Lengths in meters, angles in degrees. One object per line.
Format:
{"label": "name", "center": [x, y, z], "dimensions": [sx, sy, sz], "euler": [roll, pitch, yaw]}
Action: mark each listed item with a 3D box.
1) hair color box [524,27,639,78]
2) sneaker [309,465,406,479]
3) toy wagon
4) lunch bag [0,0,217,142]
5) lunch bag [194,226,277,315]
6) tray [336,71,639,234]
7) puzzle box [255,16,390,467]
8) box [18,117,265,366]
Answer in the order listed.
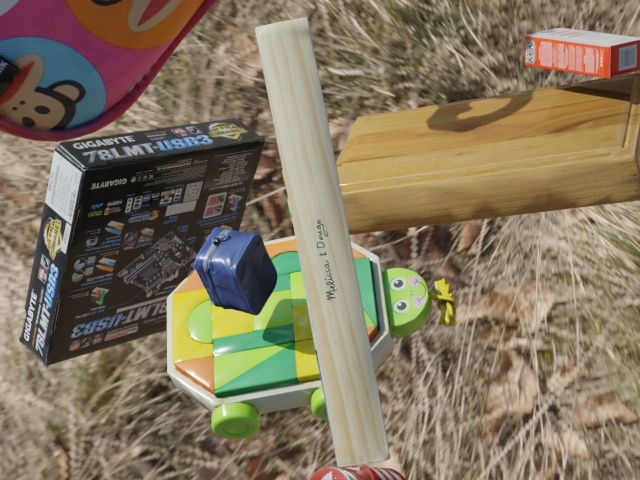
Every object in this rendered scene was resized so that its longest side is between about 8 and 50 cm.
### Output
{"label": "hair color box", "center": [0.336, -0.240, 1.719], "dimensions": [0.141, 0.072, 0.043], "euler": [20, 119, 49]}
{"label": "sneaker", "center": [0.047, 0.309, 1.202], "dimensions": [0.087, 0.128, 0.221], "euler": [12, 97, 46]}
{"label": "toy wagon", "center": [-0.012, 0.088, 1.602], "dimensions": [0.344, 0.068, 0.267], "euler": [-12, 53, 8]}
{"label": "lunch bag", "center": [-0.114, -0.210, 0.499], "dimensions": [0.258, 0.120, 0.293], "euler": [35, 96, -34]}
{"label": "lunch bag", "center": [-0.099, 0.032, 1.505], "dimensions": [0.065, 0.067, 0.098], "euler": [8, 139, 29]}
{"label": "tray", "center": [0.220, -0.114, 1.760], "dimensions": [0.411, 0.203, 0.076], "euler": [-6, 124, 23]}
{"label": "puzzle box", "center": [0.000, 0.000, 1.332], "dimensions": [0.052, 0.272, 0.409], "euler": [-11, 90, 0]}
{"label": "box", "center": [-0.230, -0.003, 1.744], "dimensions": [0.073, 0.295, 0.293], "euler": [39, 126, 32]}
